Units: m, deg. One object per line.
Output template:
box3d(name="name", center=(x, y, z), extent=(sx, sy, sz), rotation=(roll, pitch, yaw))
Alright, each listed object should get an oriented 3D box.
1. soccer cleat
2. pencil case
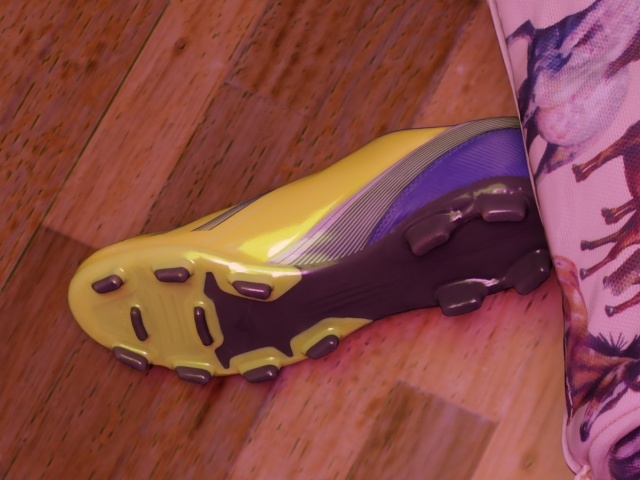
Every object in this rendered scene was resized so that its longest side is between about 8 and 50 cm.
box3d(name="soccer cleat", center=(0.001, 0.001, 0.958), extent=(0.289, 0.093, 0.121), rotation=(-14, 34, 16))
box3d(name="pencil case", center=(0.161, -0.068, 0.832), extent=(0.183, 0.160, 0.410), rotation=(-19, 62, 21))
